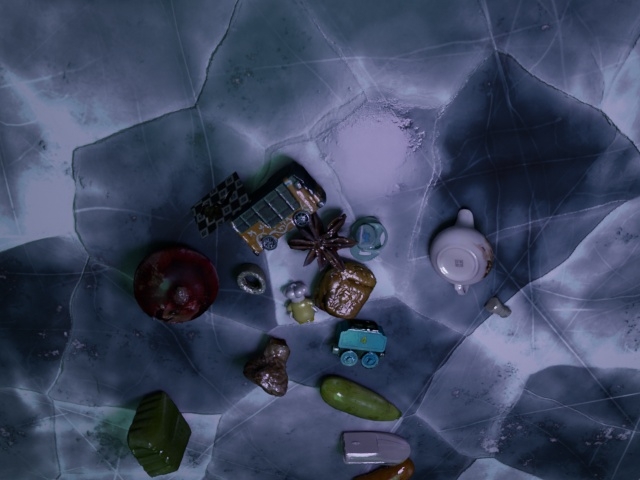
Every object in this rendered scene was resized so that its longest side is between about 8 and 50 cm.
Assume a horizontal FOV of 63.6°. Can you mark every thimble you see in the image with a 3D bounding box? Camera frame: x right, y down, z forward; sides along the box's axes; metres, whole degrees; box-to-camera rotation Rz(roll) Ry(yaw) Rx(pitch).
[{"bbox_3d":[-0.225,0.132,1.715,0.084,0.062,0.110,-36,112,13],"label":"thimble"}]

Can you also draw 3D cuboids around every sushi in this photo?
[{"bbox_3d":[-0.297,-0.104,1.579,0.201,0.139,0.031,-36,146,13],"label":"sushi"}]

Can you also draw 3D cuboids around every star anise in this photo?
[{"bbox_3d":[0.000,0.000,1.634,0.236,0.093,0.229,-12,85,17],"label":"star anise"}]

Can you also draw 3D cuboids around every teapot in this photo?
[{"bbox_3d":[0.631,0.244,1.835,0.083,0.057,0.067,30,147,-20],"label":"teapot"},{"bbox_3d":[0.461,0.055,1.690,0.204,0.139,0.298,9,120,22],"label":"teapot"}]

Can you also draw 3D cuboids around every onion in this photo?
[{"bbox_3d":[-0.454,0.159,1.643,0.271,0.195,0.272,-6,112,-16],"label":"onion"}]

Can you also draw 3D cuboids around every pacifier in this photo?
[{"bbox_3d":[0.161,0.003,1.664,0.126,0.151,0.116,-7,155,19],"label":"pacifier"}]

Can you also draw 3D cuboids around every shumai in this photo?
[{"bbox_3d":[-0.165,0.434,1.807,0.166,0.206,0.176,37,86,-25],"label":"shumai"}]

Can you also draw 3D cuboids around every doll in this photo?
[{"bbox_3d":[-0.070,0.214,1.765,0.106,0.062,0.163,-14,117,7],"label":"doll"}]

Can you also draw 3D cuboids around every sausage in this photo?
[{"bbox_3d":[0.263,0.981,2.128,0.270,0.109,0.109,-30,114,7],"label":"sausage"}]

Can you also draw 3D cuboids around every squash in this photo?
[{"bbox_3d":[0.160,0.613,1.941,0.370,0.118,0.118,29,110,-18],"label":"squash"}]

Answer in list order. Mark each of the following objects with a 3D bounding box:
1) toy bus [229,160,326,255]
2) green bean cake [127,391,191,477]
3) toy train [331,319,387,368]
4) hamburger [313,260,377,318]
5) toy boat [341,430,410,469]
[{"bbox_3d":[-0.129,-0.101,1.574,0.275,0.138,0.167,-35,111,14],"label":"toy bus"},{"bbox_3d":[-0.579,0.699,1.855,0.124,0.248,0.222,-22,112,7],"label":"green bean cake"},{"bbox_3d":[0.141,0.362,1.829,0.197,0.107,0.155,8,107,-7],"label":"toy train"},{"bbox_3d":[0.081,0.170,1.721,0.183,0.130,0.206,23,109,-16],"label":"hamburger"},{"bbox_3d":[0.212,0.833,2.039,0.269,0.141,0.141,13,114,-12],"label":"toy boat"}]
